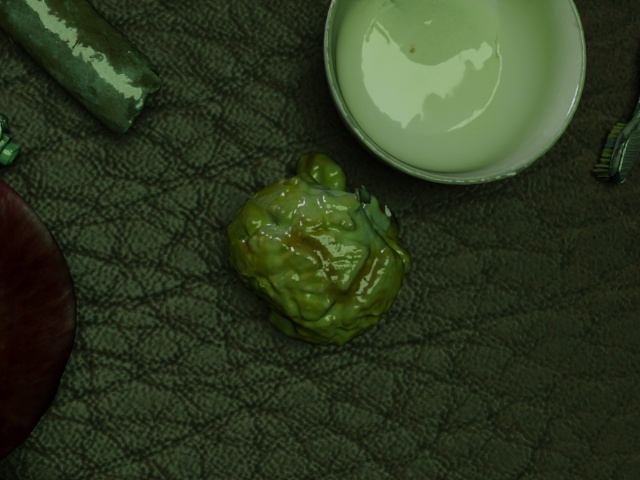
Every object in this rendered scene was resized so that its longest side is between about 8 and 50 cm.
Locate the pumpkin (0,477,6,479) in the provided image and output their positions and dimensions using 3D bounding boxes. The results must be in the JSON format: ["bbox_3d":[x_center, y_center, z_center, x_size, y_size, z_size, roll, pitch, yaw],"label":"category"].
[{"bbox_3d":[-0.365,0.348,1.215,0.323,0.323,0.241,-6,54,-10],"label":"pumpkin"}]

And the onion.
[{"bbox_3d":[-0.401,0.085,1.249,0.347,0.285,0.348,-1,96,-11],"label":"onion"}]

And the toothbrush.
[{"bbox_3d":[0.393,-0.255,1.530,0.035,0.042,0.413,30,78,-42],"label":"toothbrush"}]

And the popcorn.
[{"bbox_3d":[0.000,0.000,1.379,0.198,0.198,0.212,24,48,-6],"label":"popcorn"}]

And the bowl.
[{"bbox_3d":[0.127,-0.185,1.426,0.277,0.145,0.277,1,85,-10],"label":"bowl"}]

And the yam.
[{"bbox_3d":[-0.273,-0.222,1.393,0.259,0.093,0.093,44,80,-3],"label":"yam"}]

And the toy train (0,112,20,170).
[{"bbox_3d":[-0.400,-0.110,1.376,0.176,0.074,0.118,35,90,-9],"label":"toy train"}]
